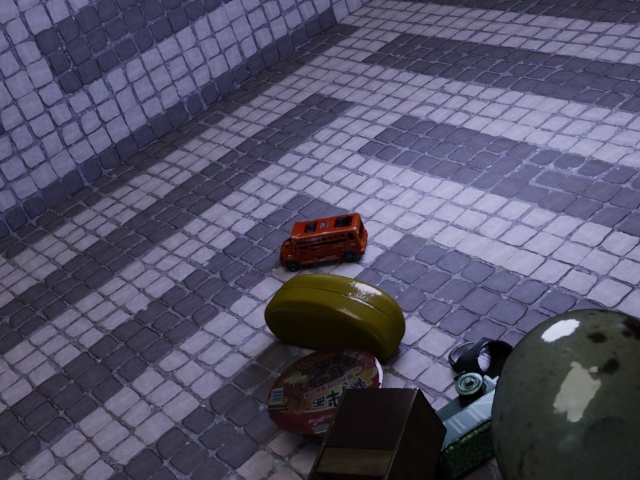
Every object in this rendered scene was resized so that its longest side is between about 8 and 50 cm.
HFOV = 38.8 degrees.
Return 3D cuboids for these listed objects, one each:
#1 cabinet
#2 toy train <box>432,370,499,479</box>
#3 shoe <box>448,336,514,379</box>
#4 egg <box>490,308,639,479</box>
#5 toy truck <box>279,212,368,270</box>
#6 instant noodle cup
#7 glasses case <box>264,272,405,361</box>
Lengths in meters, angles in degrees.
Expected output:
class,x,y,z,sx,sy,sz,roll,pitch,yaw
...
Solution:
class,x,y,z,sx,sy,sz,roll,pitch,yaw
cabinet,0.111,0.410,1.721,0.175,0.148,0.215,-7,41,35
toy train,0.290,0.373,1.853,0.270,0.115,0.154,-29,32,-13
shoe,0.384,0.261,1.986,0.108,0.093,0.241,-39,39,-23
egg,0.477,0.320,1.623,0.345,0.345,0.428,2,46,31
toy truck,0.000,0.000,2.552,0.253,0.114,0.107,-9,36,16
instant noodle cup,0.020,0.362,2.039,0.274,0.090,0.274,-15,33,10
glasses case,0.032,0.175,2.226,0.371,0.173,0.141,6,45,36
